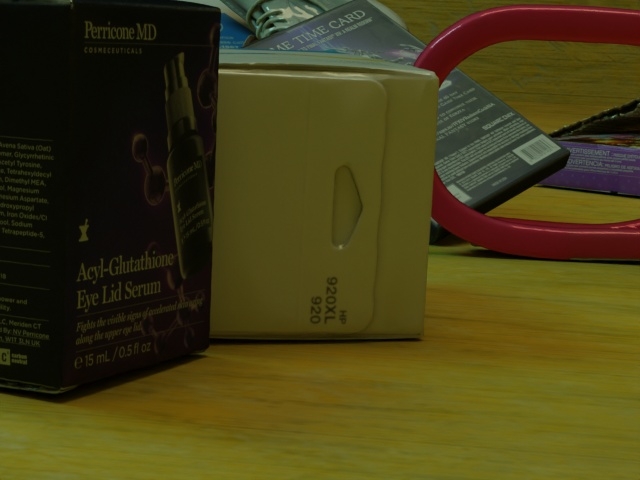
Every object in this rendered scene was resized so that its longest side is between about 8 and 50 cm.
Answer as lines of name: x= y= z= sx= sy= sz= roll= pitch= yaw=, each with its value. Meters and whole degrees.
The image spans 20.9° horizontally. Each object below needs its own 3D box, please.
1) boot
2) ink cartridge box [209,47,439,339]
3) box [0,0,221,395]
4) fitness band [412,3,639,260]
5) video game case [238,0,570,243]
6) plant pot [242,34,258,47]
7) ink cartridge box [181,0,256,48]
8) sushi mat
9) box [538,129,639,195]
boot: x=-0.036 y=-0.229 z=1.784 sx=0.258 sy=0.095 sz=0.123 roll=27 pitch=40 yaw=7
ink cartridge box: x=-0.039 y=-0.039 z=1.154 sx=0.168 sy=0.171 sz=0.233 roll=0 pitch=8 yaw=-16
box: x=-0.140 y=-0.033 z=0.960 sx=0.108 sy=0.207 sz=0.153 roll=7 pitch=9 yaw=27
fitness band: x=0.209 y=-0.090 z=1.440 sx=0.291 sy=0.209 sz=0.054 roll=3 pitch=7 yaw=1
video game case: x=0.068 y=-0.119 z=1.600 sx=0.274 sy=0.026 sz=0.196 roll=39 pitch=46 yaw=25
plant pot: x=-0.004 y=-0.102 z=1.688 sx=0.165 sy=0.167 sz=0.167 roll=12 pitch=9 yaw=5
ink cartridge box: x=-0.095 y=-0.241 z=2.014 sx=0.285 sy=0.166 sz=0.395 roll=0 pitch=36 yaw=-16
sushi mat: x=0.377 y=-0.139 z=2.200 sx=0.151 sy=0.019 sz=0.316 roll=-21 pitch=-7 yaw=25
box: x=0.407 y=-0.092 z=2.026 sx=0.201 sy=0.057 sz=0.293 roll=9 pitch=10 yaw=36
